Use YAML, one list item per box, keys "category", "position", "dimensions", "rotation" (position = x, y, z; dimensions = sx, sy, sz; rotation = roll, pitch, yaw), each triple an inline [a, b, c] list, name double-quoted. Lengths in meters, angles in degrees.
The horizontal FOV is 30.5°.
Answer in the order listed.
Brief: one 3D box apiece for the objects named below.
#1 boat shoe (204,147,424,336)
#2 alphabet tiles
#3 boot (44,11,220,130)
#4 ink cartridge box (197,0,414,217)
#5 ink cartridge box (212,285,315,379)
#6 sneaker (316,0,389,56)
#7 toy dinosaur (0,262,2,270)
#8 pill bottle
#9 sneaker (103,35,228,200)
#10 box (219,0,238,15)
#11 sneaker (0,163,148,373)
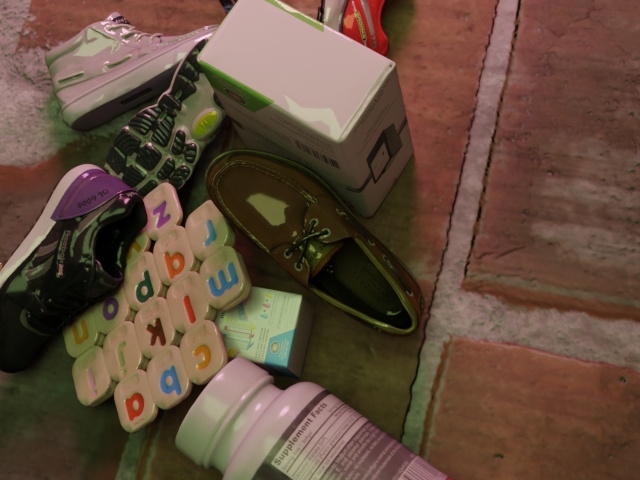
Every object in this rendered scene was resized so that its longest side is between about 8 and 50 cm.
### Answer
- category: "boat shoe"
  position: [0.000, 0.000, 1.365]
  dimensions: [0.307, 0.104, 0.111]
  rotation: [34, 101, -11]
- category: "alphabet tiles"
  position: [-0.206, 0.079, 1.435]
  dimensions: [0.284, 0.021, 0.278]
  rotation: [-36, 55, 21]
- category: "boot"
  position: [-0.243, -0.253, 1.550]
  dimensions: [0.258, 0.095, 0.123]
  rotation: [-24, 80, 4]
- category: "ink cartridge box"
  position: [-0.008, -0.155, 1.392]
  dimensions: [0.198, 0.273, 0.115]
  rotation: [31, 81, 16]
- category: "ink cartridge box"
  position: [-0.090, 0.106, 1.433]
  dimensions: [0.143, 0.090, 0.092]
  rotation: [9, 77, 12]
- category: "sneaker"
  position: [0.064, -0.362, 1.538]
  dimensions: [0.118, 0.107, 0.279]
  rotation: [9, 80, -6]
- category: "toy dinosaur"
  position: [-0.466, 0.053, 1.546]
  dimensions: [0.183, 0.053, 0.093]
  rotation: [29, 67, 9]
- category: "pill bottle"
  position: [0.000, 0.271, 1.320]
  dimensions: [0.318, 0.176, 0.176]
  rotation: [34, 84, 13]
- category: "sneaker"
  position: [-0.169, -0.148, 1.510]
  dimensions: [0.107, 0.110, 0.275]
  rotation: [45, 106, 2]
- category: "box"
  position: [-0.091, -0.386, 1.525]
  dimensions: [0.044, 0.159, 0.233]
  rotation: [-2, 76, 10]
- category: "sneaker"
  position: [-0.316, 0.049, 1.453]
  dimensions: [0.124, 0.107, 0.283]
  rotation: [29, 92, 35]
